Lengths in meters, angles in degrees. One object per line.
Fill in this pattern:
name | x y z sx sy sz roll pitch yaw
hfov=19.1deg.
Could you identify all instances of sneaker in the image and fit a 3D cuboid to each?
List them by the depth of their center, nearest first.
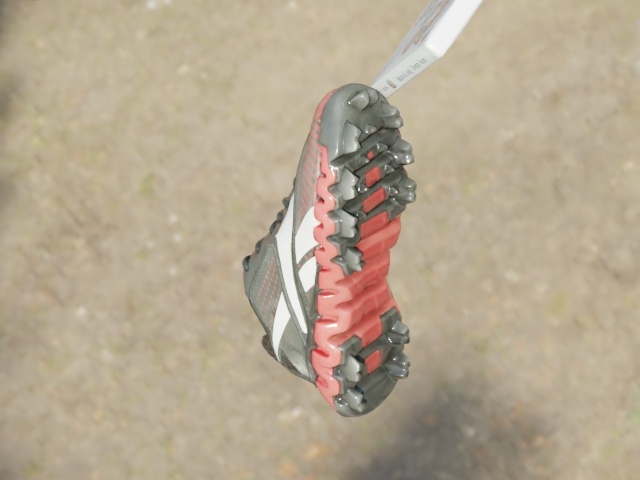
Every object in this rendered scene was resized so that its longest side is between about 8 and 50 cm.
sneaker | 0.000 0.000 1.468 0.135 0.276 0.097 23 37 35

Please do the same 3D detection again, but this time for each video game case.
video game case | 0.102 -0.181 1.395 0.157 0.019 0.143 -56 8 -16
